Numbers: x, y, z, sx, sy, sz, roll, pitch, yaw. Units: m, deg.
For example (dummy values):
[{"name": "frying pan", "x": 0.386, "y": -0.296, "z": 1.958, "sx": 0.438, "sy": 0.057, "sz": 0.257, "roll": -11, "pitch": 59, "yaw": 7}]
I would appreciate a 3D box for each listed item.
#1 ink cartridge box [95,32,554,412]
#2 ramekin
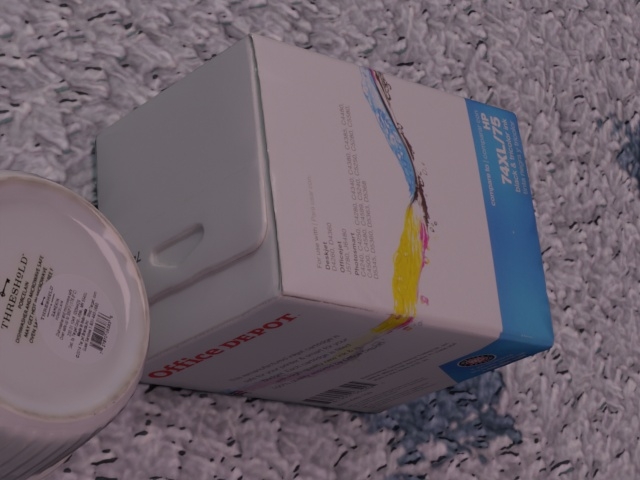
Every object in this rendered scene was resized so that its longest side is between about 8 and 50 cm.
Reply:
[{"name": "ink cartridge box", "x": 0.000, "y": 0.000, "z": 1.202, "sx": 0.270, "sy": 0.198, "sz": 0.197, "roll": 12, "pitch": 63, "yaw": -41}, {"name": "ramekin", "x": -0.207, "y": 0.052, "z": 1.042, "sx": 0.207, "sy": 0.109, "sz": 0.207, "roll": 22, "pitch": 56, "yaw": -36}]
